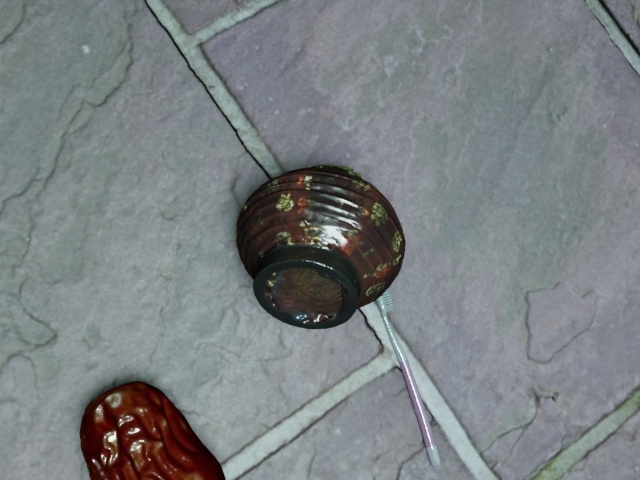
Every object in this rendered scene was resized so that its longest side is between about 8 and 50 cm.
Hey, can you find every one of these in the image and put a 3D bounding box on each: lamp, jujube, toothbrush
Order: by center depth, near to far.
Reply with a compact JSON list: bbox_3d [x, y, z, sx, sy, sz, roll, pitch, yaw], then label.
[{"bbox_3d":[-0.226,0.301,0.879,0.155,0.155,0.230,-29,76,-12],"label":"jujube"},{"bbox_3d":[0.000,0.000,0.929,0.247,0.247,0.247,1,80,-8],"label":"lamp"},{"bbox_3d":[0.136,0.206,1.011,0.025,0.020,0.286,-15,82,-17],"label":"toothbrush"}]
